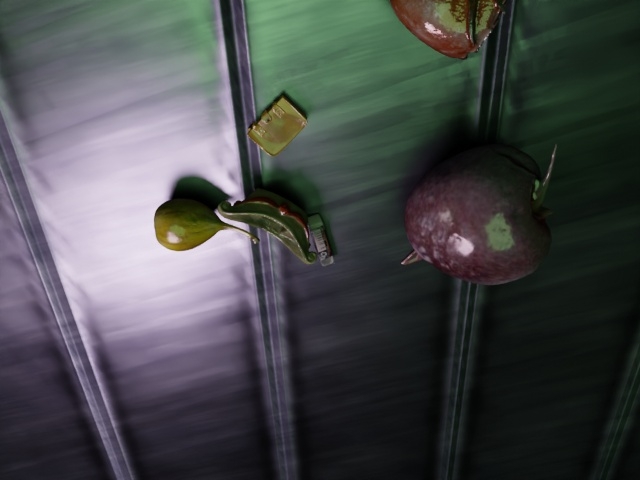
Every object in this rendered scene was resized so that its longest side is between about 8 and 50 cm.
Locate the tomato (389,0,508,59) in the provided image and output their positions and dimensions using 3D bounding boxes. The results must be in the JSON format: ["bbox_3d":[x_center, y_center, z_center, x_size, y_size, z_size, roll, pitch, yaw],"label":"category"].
[{"bbox_3d":[0.160,-0.350,0.694,0.155,0.180,0.214,22,115,-8],"label":"tomato"}]

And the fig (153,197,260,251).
[{"bbox_3d":[-0.192,-0.027,0.940,0.166,0.093,0.093,-2,124,-22],"label":"fig"}]

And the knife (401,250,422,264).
[{"bbox_3d":[0.243,-0.025,0.991,0.247,0.018,0.035,-38,119,22],"label":"knife"}]

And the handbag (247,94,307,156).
[{"bbox_3d":[-0.066,-0.177,0.876,0.061,0.027,0.083,39,111,-23],"label":"handbag"}]

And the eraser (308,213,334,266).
[{"bbox_3d":[0.000,0.000,0.992,0.027,0.019,0.099,-22,122,-6],"label":"eraser"}]

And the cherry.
[{"bbox_3d":[0.250,-0.037,0.873,0.266,0.184,0.213,-10,84,42],"label":"cherry"}]

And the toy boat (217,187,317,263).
[{"bbox_3d":[-0.076,-0.031,0.929,0.185,0.089,0.071,30,72,-16],"label":"toy boat"}]
